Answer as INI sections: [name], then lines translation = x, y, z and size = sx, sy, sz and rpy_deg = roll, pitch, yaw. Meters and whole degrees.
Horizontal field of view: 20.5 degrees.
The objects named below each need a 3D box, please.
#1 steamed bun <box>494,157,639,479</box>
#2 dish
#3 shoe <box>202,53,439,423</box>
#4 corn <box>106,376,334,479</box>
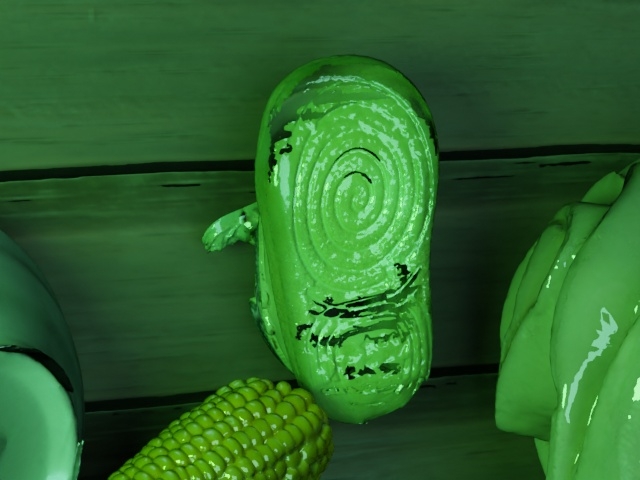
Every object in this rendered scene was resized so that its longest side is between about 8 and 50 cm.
[steamed bun]
translation = 0.257, 0.076, 1.279
size = 0.255, 0.368, 0.342
rpy_deg = 33, 122, -1
[dish]
translation = -0.243, 0.137, 1.110
size = 0.316, 0.106, 0.316
rpy_deg = -22, 120, -45
[shoe]
translation = 0.002, 0.001, 1.253
size = 0.140, 0.128, 0.262
rpy_deg = -16, 104, -32
[corn]
translation = -0.101, 0.183, 1.154
size = 0.310, 0.101, 0.101
rpy_deg = -35, 109, -36
